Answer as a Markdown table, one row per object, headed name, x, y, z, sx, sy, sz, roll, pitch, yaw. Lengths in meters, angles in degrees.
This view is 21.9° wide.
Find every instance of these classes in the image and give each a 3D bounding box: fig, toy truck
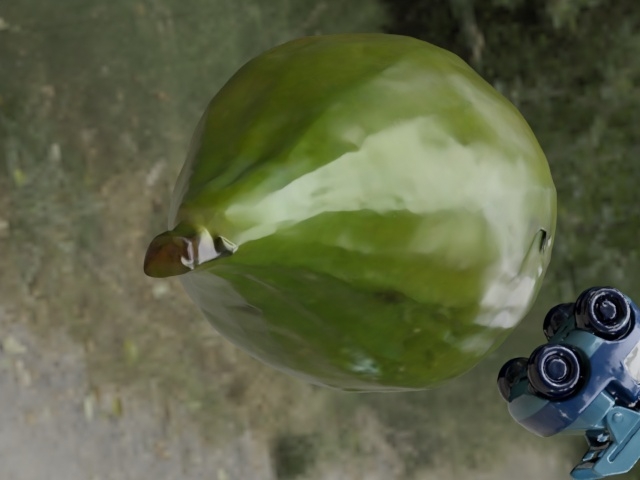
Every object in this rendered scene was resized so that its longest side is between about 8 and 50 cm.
| name | x | y | z | sx | sy | sz | roll | pitch | yaw |
| --- | --- | --- | --- | --- | --- | --- | --- | --- | --- |
| fig | 0.028 | -0.005 | 0.946 | 0.314 | 0.233 | 0.233 | -95 | 175 | -80 |
| toy truck | 0.151 | 0.049 | 0.811 | 0.074 | 0.136 | 0.063 | 42 | -16 | -1 |
